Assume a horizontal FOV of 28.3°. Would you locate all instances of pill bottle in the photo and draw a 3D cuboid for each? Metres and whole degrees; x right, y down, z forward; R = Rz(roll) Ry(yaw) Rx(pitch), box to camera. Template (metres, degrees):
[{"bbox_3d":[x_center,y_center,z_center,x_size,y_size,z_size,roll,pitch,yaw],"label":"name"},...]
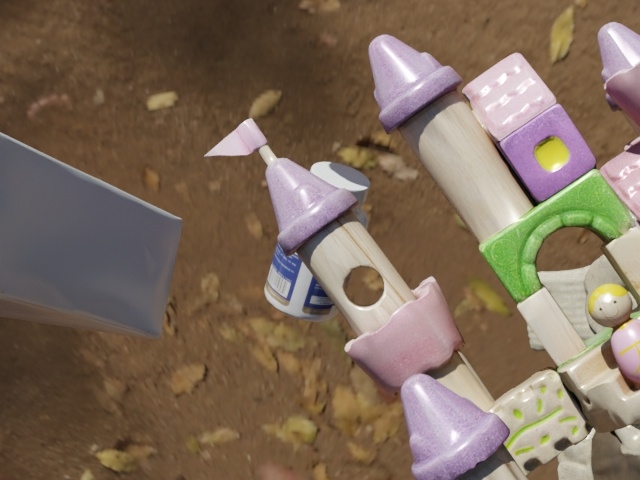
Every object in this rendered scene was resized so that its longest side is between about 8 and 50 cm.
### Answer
[{"bbox_3d":[0.000,0.000,1.032,0.067,0.067,0.120,19,115,3],"label":"pill bottle"}]

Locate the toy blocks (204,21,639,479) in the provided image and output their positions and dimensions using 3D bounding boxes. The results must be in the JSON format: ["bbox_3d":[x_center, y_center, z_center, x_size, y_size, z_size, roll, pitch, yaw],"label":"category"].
[{"bbox_3d":[0.117,-0.024,0.716,0.288,0.309,0.260,-34,88,7],"label":"toy blocks"}]

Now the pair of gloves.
[{"bbox_3d":[0.273,0.127,1.078,0.042,0.204,0.240,-6,82,-40],"label":"pair of gloves"}]

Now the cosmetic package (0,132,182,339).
[{"bbox_3d":[-0.322,-0.021,0.812,0.377,0.284,0.097,6,78,24],"label":"cosmetic package"}]
